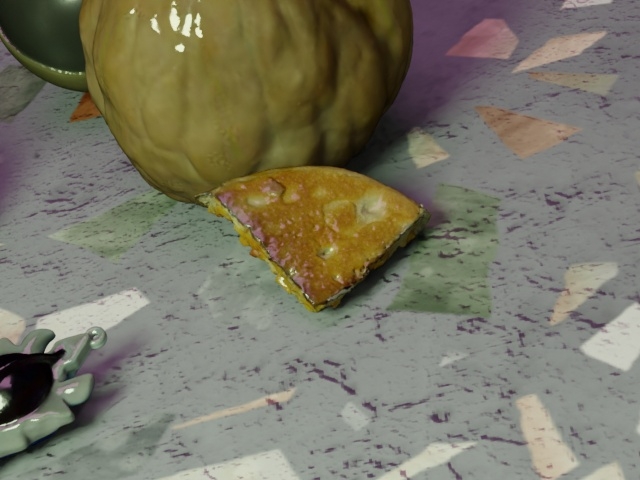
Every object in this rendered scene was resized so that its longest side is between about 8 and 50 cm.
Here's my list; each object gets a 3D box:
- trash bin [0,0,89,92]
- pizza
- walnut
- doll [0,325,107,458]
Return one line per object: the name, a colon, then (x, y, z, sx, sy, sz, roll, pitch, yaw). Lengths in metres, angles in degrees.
trash bin: (-0.150, -0.258, 1.545, 0.334, 0.214, 0.214, -18, 33, -8)
pizza: (0.000, 0.000, 1.220, 0.178, 0.041, 0.131, -5, 58, -13)
walnut: (-0.065, -0.171, 1.328, 0.285, 0.285, 0.296, -2, 43, 24)
doll: (-0.232, 0.122, 1.159, 0.195, 0.070, 0.096, -38, 52, -15)
